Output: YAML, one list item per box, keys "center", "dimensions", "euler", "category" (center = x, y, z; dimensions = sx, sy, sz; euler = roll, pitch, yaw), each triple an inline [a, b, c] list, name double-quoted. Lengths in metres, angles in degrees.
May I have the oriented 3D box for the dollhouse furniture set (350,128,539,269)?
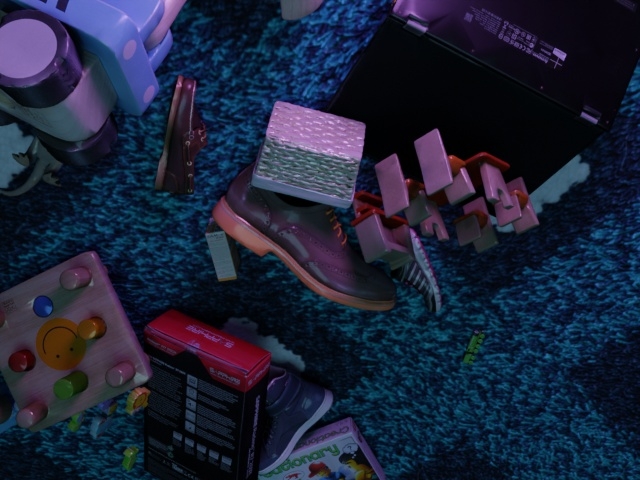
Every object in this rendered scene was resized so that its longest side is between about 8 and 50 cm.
- center: [0.173, -0.067, 1.127]
  dimensions: [0.259, 0.135, 0.262]
  euler: [-30, 150, 35]
  category: "dollhouse furniture set"

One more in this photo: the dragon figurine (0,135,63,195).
- center: [-0.415, -0.171, 1.136]
  dimensions: [0.085, 0.144, 0.289]
  euler: [33, 133, -19]
  category: "dragon figurine"

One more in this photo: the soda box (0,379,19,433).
- center: [-0.612, 0.317, 1.409]
  dimensions: [0.210, 0.071, 0.067]
  euler: [-33, 115, 15]
  category: "soda box"

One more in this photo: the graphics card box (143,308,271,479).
- center: [-0.225, 0.336, 1.364]
  dimensions: [0.232, 0.094, 0.371]
  euler: [19, 119, 21]
  category: "graphics card box"

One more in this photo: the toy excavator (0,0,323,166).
- center: [-0.258, -0.325, 0.961]
  dimensions: [0.432, 0.222, 0.445]
  euler: [26, 73, 9]
  category: "toy excavator"

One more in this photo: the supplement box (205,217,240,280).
- center: [-0.172, 0.014, 1.257]
  dimensions: [0.036, 0.062, 0.098]
  euler: [-9, 119, 5]
  category: "supplement box"

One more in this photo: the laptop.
- center: [0.258, -0.292, 1.123]
  dimensions: [0.381, 0.236, 0.408]
  euler: [23, 87, -14]
  category: "laptop"

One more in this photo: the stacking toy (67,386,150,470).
- center: [-0.425, 0.336, 1.390]
  dimensions: [0.167, 0.052, 0.221]
  euler: [29, 120, 20]
  category: "stacking toy"

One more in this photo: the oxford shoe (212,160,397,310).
- center: [0.000, 0.000, 1.220]
  dimensions: [0.363, 0.130, 0.133]
  euler: [31, 108, -17]
  category: "oxford shoe"

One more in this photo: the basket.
- center: [-0.016, -0.139, 1.131]
  dimensions: [0.167, 0.113, 0.103]
  euler: [13, 134, -4]
  category: "basket"

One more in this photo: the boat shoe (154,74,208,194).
- center: [-0.219, -0.167, 1.154]
  dimensions: [0.073, 0.073, 0.207]
  euler: [12, 125, -10]
  category: "boat shoe"

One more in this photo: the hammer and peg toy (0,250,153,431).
- center: [-0.508, 0.197, 1.263]
  dimensions: [0.361, 0.127, 0.266]
  euler: [-24, 91, 8]
  category: "hammer and peg toy"

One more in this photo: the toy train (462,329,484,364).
- center: [0.301, 0.210, 1.401]
  dimensions: [0.023, 0.017, 0.083]
  euler: [16, 118, 2]
  category: "toy train"

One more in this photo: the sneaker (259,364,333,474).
- center: [-0.105, 0.351, 1.414]
  dimensions: [0.163, 0.086, 0.226]
  euler: [36, 96, -29]
  category: "sneaker"

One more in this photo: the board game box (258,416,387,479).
- center: [-0.033, 0.507, 1.517]
  dimensions: [0.305, 0.053, 0.193]
  euler: [-24, 116, 11]
  category: "board game box"

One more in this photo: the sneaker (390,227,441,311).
- center: [0.168, 0.062, 1.292]
  dimensions: [0.074, 0.063, 0.170]
  euler: [-22, 112, 10]
  category: "sneaker"
